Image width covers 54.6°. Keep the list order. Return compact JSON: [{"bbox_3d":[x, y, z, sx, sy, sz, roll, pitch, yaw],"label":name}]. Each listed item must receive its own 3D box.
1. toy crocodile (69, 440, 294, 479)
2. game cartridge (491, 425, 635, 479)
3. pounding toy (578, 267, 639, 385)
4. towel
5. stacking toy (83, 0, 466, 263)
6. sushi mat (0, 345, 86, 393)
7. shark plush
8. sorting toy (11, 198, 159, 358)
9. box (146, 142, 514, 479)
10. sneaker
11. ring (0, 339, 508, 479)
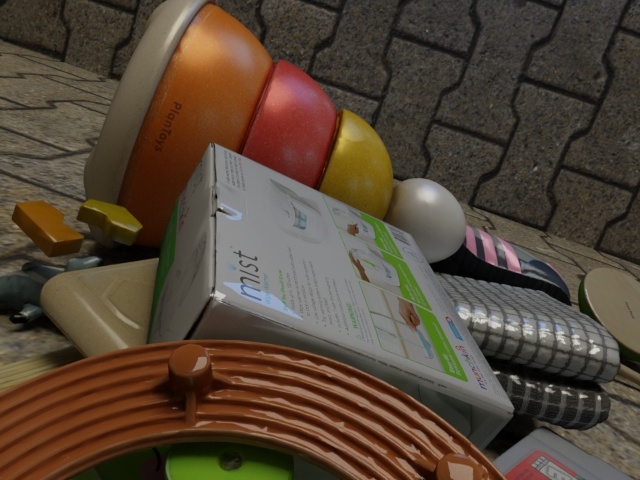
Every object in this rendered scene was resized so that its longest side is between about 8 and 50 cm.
[{"bbox_3d":[-0.008,0.189,0.297,0.340,0.115,0.105,25,33,22],"label":"toy crocodile"},{"bbox_3d":[0.209,0.247,0.481,0.196,0.060,0.294,33,20,32],"label":"game cartridge"},{"bbox_3d":[0.499,0.168,1.072,0.183,0.110,0.237,30,45,0],"label":"pounding toy"},{"bbox_3d":[0.180,0.118,0.739,0.235,0.121,0.284,11,5,0],"label":"towel"},{"bbox_3d":[-0.029,-0.077,0.829,0.480,0.351,0.350,23,14,-8],"label":"stacking toy"},{"bbox_3d":[-0.172,0.126,0.499,0.151,0.019,0.316,27,18,24],"label":"sushi mat"},{"bbox_3d":[-0.269,0.050,0.578,0.161,0.073,0.067,16,36,-21],"label":"shark plush"},{"bbox_3d":[-0.135,0.062,0.581,0.307,0.041,0.229,39,26,20],"label":"sorting toy"},{"bbox_3d":[-0.011,0.055,0.507,0.231,0.127,0.262,23,22,-21],"label":"box"},{"bbox_3d":[0.232,0.031,0.966,0.319,0.112,0.131,31,25,7],"label":"sneaker"},{"bbox_3d":[-0.048,0.161,0.214,0.336,0.032,0.336,3,41,-3],"label":"ring"}]
